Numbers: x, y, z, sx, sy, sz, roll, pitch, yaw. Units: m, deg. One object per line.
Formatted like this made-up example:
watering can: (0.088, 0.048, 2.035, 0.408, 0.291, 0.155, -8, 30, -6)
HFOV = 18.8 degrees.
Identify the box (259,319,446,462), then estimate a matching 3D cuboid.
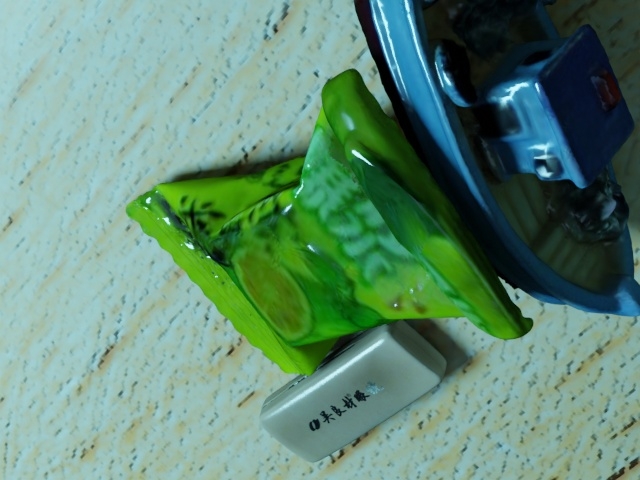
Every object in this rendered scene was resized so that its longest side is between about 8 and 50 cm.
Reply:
box: (0.017, 0.085, 1.080, 0.048, 0.025, 0.115, 44, 127, -15)

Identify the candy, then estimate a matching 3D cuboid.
candy: (0.000, 0.000, 0.979, 0.149, 0.069, 0.246, 52, 145, -12)

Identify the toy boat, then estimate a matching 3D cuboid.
toy boat: (0.100, -0.053, 0.896, 0.097, 0.100, 0.223, -1, 127, 45)
